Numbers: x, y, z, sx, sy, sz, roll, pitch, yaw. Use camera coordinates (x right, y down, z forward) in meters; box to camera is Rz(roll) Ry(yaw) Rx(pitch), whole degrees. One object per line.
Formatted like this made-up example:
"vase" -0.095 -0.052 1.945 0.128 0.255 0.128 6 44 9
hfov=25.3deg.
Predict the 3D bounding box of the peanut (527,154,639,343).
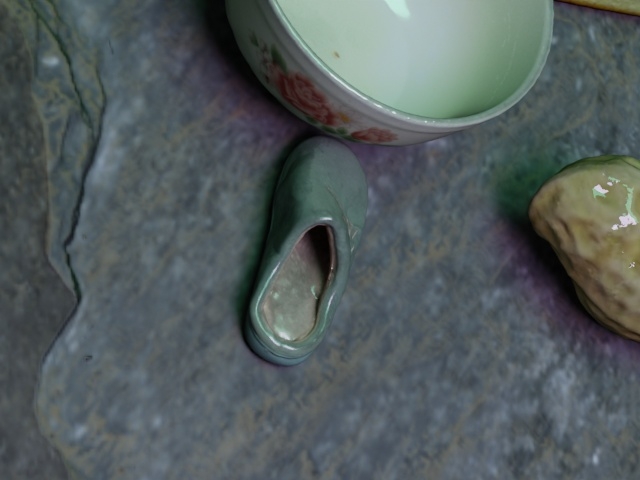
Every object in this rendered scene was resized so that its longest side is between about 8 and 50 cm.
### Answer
"peanut" 0.313 0.023 1.210 0.325 0.153 0.140 26 55 -27

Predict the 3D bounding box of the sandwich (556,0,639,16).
"sandwich" 0.301 -0.282 1.349 0.235 0.122 0.128 7 71 -31

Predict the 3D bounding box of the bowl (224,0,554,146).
"bowl" 0.037 -0.191 1.137 0.277 0.145 0.277 13 63 -26

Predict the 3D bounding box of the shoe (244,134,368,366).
"shoe" 0.000 0.000 1.079 0.079 0.078 0.195 28 63 -18
